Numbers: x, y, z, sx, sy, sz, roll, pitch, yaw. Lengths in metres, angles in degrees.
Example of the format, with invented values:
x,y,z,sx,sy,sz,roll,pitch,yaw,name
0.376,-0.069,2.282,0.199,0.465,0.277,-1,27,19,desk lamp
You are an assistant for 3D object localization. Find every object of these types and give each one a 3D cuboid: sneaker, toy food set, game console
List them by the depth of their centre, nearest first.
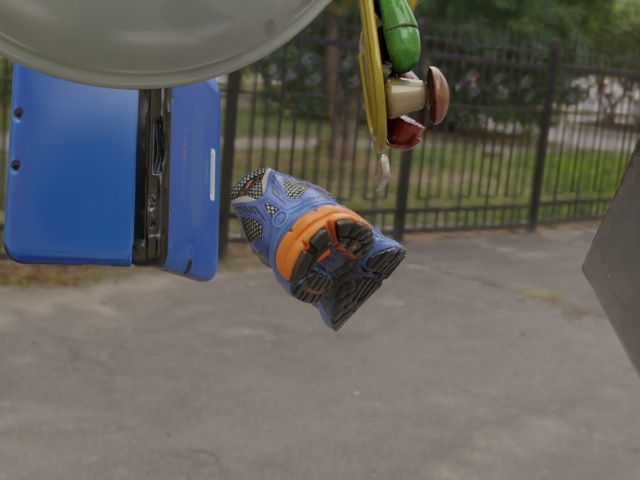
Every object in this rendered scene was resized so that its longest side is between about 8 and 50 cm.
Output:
x,y,z,sx,sy,sz,roll,pitch,yaw,name
0.000,0.000,0.679,0.087,0.083,0.221,45,-3,19,sneaker
0.076,-0.152,0.881,0.071,0.218,0.128,-6,-10,-1,toy food set
-0.257,-0.100,1.251,0.173,0.293,0.250,-3,-11,20,game console

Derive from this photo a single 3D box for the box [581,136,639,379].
x,y,z,sx,sy,sz,roll,pitch,yaw,name
0.302,-0.008,0.407,0.312,0.179,0.343,-25,-15,4,box

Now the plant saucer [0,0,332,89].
x,y,z,sx,sy,sz,roll,pitch,yaw,name
-0.115,-0.296,0.621,0.400,0.401,0.100,1,13,-21,plant saucer
